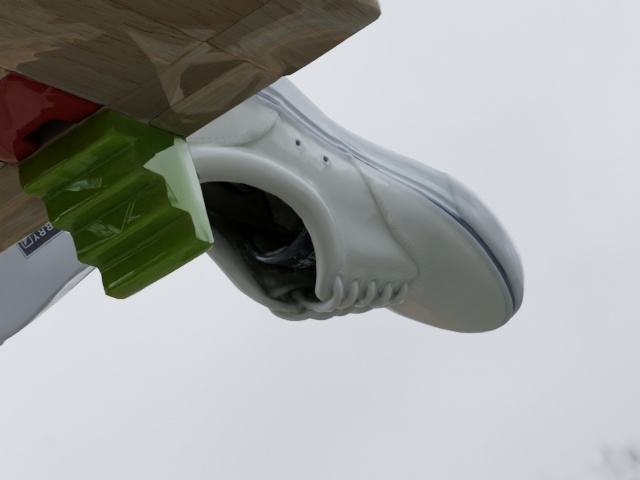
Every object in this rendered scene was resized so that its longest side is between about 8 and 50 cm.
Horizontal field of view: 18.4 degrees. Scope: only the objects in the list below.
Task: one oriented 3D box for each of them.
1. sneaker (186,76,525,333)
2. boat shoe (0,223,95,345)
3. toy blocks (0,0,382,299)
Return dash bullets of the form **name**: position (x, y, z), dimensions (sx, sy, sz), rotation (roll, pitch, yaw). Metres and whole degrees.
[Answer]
- **sneaker**: position (0.000, 0.000, 0.946), dimensions (0.258, 0.091, 0.094), rotation (30, -38, -35)
- **boat shoe**: position (-0.171, -0.021, 1.250), dimensions (0.301, 0.108, 0.102), rotation (-33, 4, 35)
- **toy blocks**: position (-0.174, -0.086, 0.692), dimensions (0.381, 0.190, 0.261), rotation (-30, -28, 27)
